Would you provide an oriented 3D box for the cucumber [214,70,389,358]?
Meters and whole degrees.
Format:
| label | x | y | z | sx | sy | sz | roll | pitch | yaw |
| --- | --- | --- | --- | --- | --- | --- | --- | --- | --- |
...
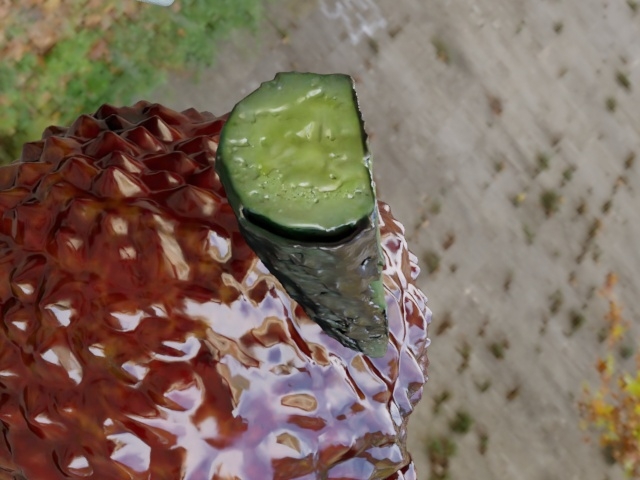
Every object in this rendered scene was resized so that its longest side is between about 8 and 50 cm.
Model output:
| label | x | y | z | sx | sy | sz | roll | pitch | yaw |
| --- | --- | --- | --- | --- | --- | --- | --- | --- | --- |
| cucumber | -0.003 | 0.002 | 0.527 | 0.062 | 0.078 | 0.211 | -6 | 161 | 2 |

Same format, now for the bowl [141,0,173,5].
| label | x | y | z | sx | sy | sz | roll | pitch | yaw |
| --- | --- | --- | --- | --- | --- | --- | --- | --- | --- |
| bowl | -0.177 | -0.275 | 0.856 | 0.307 | 0.307 | 0.163 | -88 | -169 | -80 |

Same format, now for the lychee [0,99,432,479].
| label | x | y | z | sx | sy | sz | roll | pitch | yaw |
| --- | --- | --- | --- | --- | --- | --- | --- | --- | --- |
| lychee | -0.091 | 0.098 | 1.008 | 0.424 | 0.500 | 0.425 | -47 | -158 | 26 |
